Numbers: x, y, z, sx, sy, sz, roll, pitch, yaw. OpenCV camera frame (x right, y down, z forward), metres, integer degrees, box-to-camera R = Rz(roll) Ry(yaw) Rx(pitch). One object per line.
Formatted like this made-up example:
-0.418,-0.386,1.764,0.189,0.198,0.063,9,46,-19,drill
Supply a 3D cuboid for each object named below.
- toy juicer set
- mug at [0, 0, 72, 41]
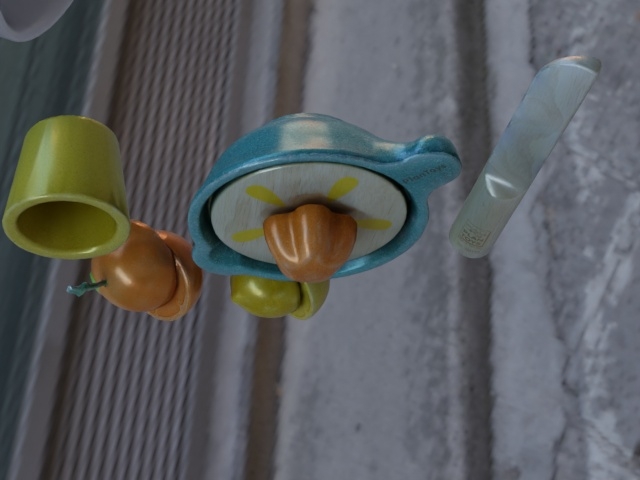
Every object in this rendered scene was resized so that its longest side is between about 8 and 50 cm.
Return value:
0.000,0.000,0.776,0.209,0.329,0.089,73,-169,-59,toy juicer set
-0.321,-0.273,0.883,0.276,0.328,0.374,-49,-19,-82,mug
